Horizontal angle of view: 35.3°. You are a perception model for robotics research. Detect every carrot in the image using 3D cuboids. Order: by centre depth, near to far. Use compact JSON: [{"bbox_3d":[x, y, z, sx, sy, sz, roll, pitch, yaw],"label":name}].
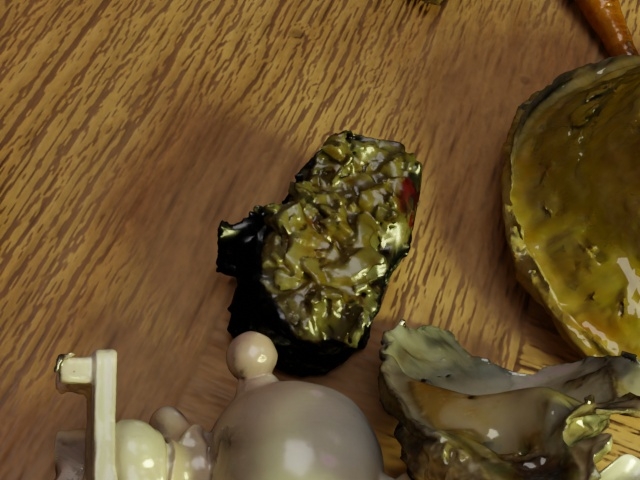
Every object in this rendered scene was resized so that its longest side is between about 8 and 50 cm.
[{"bbox_3d":[0.311,-0.269,1.121,0.061,0.061,0.257,-12,61,-18],"label":"carrot"}]

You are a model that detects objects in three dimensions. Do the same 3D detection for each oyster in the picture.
[{"bbox_3d":[0.134,0.127,0.721,0.271,0.275,0.100,-18,105,-39],"label":"oyster"}]

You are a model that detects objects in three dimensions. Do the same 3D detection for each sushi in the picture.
[{"bbox_3d":[0.000,0.000,0.839,0.147,0.115,0.212,27,56,7],"label":"sushi"}]

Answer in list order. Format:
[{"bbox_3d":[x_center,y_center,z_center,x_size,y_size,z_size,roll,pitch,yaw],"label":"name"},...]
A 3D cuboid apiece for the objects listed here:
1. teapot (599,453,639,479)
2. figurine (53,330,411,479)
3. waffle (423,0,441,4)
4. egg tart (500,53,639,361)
[{"bbox_3d":[0.156,0.247,0.714,0.145,0.092,0.226,36,58,17],"label":"teapot"},{"bbox_3d":[-0.061,0.155,0.707,0.256,0.145,0.182,3,52,-13],"label":"figurine"},{"bbox_3d":[0.050,-0.410,1.070,0.308,0.213,0.091,37,55,16],"label":"waffle"},{"bbox_3d":[0.378,-0.036,0.899,0.443,0.178,0.443,4,55,-6],"label":"egg tart"}]
